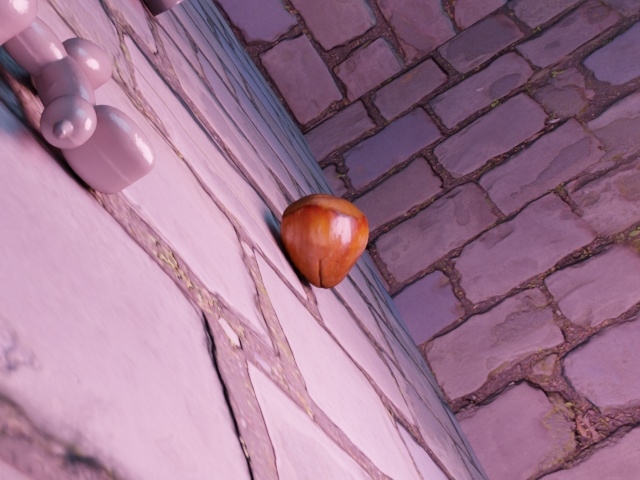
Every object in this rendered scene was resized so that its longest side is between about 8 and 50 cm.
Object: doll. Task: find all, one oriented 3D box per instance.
[{"bbox_3d":[-0.190,-0.121,0.557,0.161,0.059,0.160,61,5,22],"label":"doll"}]

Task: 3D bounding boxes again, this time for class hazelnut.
[{"bbox_3d":[0.000,0.000,1.261,0.150,0.150,0.150,57,6,-9],"label":"hazelnut"}]

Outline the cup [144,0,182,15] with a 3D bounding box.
[{"bbox_3d":[-0.289,-0.467,1.408,0.128,0.095,0.129,-1,-54,53],"label":"cup"}]
